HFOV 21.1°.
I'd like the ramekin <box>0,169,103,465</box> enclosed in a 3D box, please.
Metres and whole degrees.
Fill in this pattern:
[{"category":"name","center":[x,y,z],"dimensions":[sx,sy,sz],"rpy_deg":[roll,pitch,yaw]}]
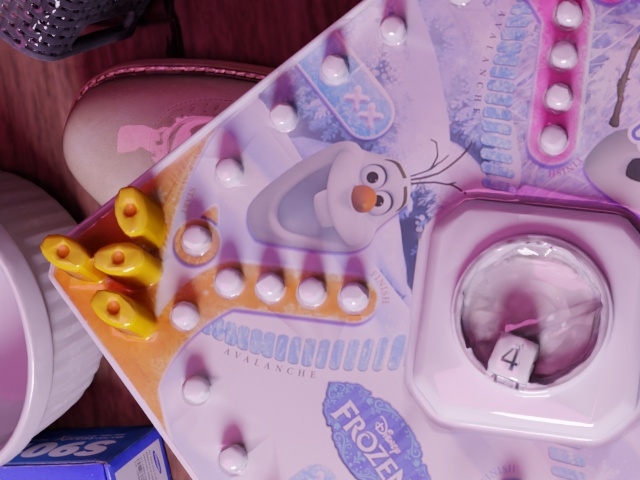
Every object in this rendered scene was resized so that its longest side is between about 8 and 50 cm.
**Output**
[{"category":"ramekin","center":[-0.239,0.048,1.152],"dimensions":[0.207,0.109,0.207],"rpy_deg":[9,108,29]}]

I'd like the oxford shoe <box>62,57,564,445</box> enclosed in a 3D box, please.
[{"category":"oxford shoe","center":[0.000,0.000,1.000],"dimensions":[0.397,0.146,0.140],"rpy_deg":[23,114,19]}]

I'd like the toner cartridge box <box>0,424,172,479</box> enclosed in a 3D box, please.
[{"category":"toner cartridge box","center":[-0.261,0.226,1.242],"dimensions":[0.347,0.075,0.165],"rpy_deg":[-5,102,27]}]

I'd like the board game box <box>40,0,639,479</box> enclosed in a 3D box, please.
[{"category":"board game box","center":[0.108,0.038,0.881],"dimensions":[0.390,0.050,0.390],"rpy_deg":[-38,76,2]}]

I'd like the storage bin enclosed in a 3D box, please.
[{"category":"storage bin","center":[-0.186,-0.202,1.046],"dimensions":[0.180,0.122,0.084],"rpy_deg":[39,119,11]}]
